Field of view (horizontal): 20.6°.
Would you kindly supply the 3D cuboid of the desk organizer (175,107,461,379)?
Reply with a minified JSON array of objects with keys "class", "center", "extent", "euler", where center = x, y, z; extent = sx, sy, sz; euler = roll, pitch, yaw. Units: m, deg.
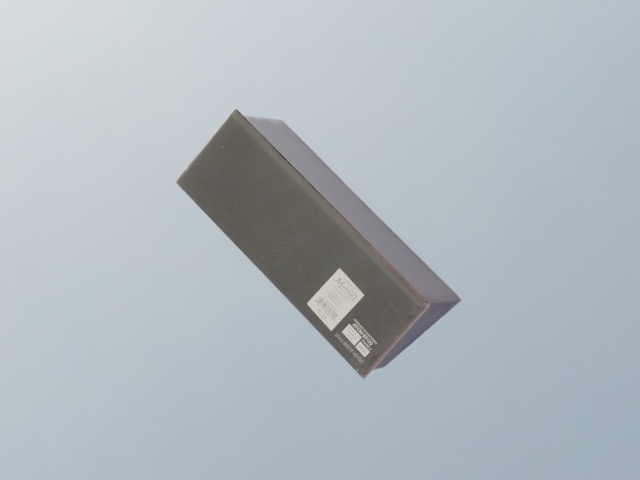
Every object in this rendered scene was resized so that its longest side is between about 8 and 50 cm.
[{"class":"desk organizer","center":[0.000,0.000,0.813],"extent":[0.130,0.050,0.047],"euler":[46,-72,17]}]
